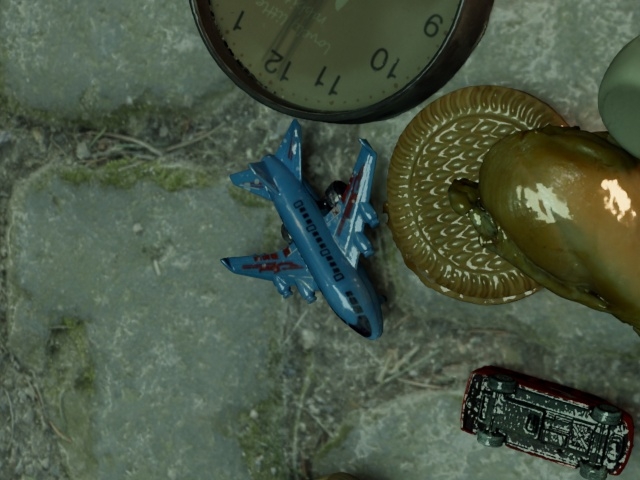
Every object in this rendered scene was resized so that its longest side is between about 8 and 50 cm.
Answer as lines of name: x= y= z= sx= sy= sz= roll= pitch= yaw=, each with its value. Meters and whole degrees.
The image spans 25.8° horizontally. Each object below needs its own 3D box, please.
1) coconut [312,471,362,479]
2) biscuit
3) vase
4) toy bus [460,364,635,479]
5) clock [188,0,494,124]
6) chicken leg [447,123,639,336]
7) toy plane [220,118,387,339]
coconut: x=-0.005 y=0.389 z=1.666 sx=0.222 sy=0.202 sz=0.202 roll=-28 pitch=84 yaw=24
biscuit: x=0.186 y=-0.049 z=1.578 sx=0.259 sy=0.079 sz=0.259 roll=4 pitch=99 yaw=24
vase: x=0.385 y=-0.179 z=1.382 sx=0.128 sy=0.248 sz=0.128 roll=35 pitch=147 yaw=27
toy bus: x=0.260 y=0.201 z=1.569 sx=0.195 sy=0.089 sz=0.081 roll=15 pitch=104 yaw=24
clock: x=0.016 y=-0.325 z=1.624 sx=0.386 sy=0.076 sz=0.386 roll=4 pitch=98 yaw=25
chicken leg: x=0.324 y=0.048 z=1.444 sx=0.429 sy=0.201 sz=0.152 roll=50 pitch=152 yaw=-15
toy plane: x=0.000 y=0.000 z=1.659 sx=0.254 sy=0.105 sz=0.271 roll=-39 pitch=82 yaw=29
